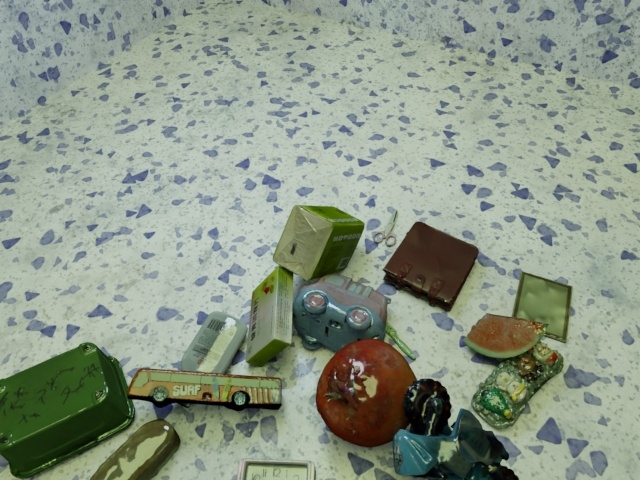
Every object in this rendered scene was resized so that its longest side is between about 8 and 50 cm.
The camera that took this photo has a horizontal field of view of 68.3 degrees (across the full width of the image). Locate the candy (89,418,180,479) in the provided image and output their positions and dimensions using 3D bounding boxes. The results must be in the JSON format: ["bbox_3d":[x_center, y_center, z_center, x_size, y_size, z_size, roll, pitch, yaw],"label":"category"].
[{"bbox_3d":[-0.473,0.570,1.216,0.102,0.104,0.234,31,57,19],"label":"candy"}]

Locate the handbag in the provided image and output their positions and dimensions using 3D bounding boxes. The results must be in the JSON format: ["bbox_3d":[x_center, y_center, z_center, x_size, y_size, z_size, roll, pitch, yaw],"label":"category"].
[{"bbox_3d":[0.382,0.084,1.624,0.260,0.084,0.275,28,56,20],"label":"handbag"}]

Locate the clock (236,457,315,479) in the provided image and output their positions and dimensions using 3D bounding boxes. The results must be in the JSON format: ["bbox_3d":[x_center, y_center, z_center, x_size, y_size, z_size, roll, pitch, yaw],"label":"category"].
[{"bbox_3d":[-0.113,0.632,1.176,0.197,0.063,0.150,1,49,3],"label":"clock"}]

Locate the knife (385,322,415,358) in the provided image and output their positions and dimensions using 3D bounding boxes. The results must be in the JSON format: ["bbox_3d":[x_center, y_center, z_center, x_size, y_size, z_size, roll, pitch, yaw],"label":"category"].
[{"bbox_3d":[0.231,0.295,1.486,0.030,0.014,0.207,-30,54,-20],"label":"knife"}]

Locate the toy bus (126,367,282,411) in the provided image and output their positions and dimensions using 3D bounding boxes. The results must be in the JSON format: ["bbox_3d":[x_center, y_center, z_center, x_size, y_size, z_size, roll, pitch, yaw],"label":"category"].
[{"bbox_3d":[-0.310,0.415,1.296,0.408,0.093,0.092,7,61,-10],"label":"toy bus"}]

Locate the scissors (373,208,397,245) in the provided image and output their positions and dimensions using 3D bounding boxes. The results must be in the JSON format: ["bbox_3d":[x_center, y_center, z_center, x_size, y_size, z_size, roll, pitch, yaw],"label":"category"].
[{"bbox_3d":[0.261,-0.051,1.777,0.085,0.022,0.176,17,55,18],"label":"scissors"}]

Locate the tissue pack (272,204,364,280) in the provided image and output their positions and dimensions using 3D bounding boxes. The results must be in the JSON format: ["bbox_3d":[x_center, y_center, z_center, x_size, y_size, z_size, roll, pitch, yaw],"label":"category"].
[{"bbox_3d":[0.000,0.000,1.543,0.167,0.200,0.274,28,14,22],"label":"tissue pack"}]

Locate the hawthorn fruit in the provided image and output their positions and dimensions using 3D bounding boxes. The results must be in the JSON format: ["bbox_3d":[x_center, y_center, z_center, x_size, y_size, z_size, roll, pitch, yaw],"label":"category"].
[{"bbox_3d":[0.101,0.396,1.215,0.276,0.307,0.276,-5,80,31],"label":"hawthorn fruit"}]

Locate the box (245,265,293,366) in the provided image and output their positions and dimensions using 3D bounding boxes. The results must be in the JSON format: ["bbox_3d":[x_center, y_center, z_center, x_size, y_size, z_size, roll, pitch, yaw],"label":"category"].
[{"bbox_3d":[-0.155,0.230,1.448,0.062,0.175,0.261,23,43,-26],"label":"box"}]

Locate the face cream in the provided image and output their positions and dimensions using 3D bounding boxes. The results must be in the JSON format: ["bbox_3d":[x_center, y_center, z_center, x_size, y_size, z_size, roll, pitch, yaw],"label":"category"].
[{"bbox_3d":[-0.338,0.354,1.413,0.143,0.071,0.291,17,56,14],"label":"face cream"}]

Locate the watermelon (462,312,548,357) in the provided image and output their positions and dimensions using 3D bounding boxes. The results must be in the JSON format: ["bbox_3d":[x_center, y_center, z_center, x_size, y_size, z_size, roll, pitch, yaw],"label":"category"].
[{"bbox_3d":[0.563,0.279,1.422,0.231,0.128,0.146,5,3,33],"label":"watermelon"}]

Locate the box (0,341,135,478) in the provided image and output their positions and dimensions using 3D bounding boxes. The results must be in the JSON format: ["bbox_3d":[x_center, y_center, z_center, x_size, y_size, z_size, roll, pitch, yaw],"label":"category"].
[{"bbox_3d":[-0.709,0.445,1.280,0.328,0.178,0.253,-26,55,-19],"label":"box"}]

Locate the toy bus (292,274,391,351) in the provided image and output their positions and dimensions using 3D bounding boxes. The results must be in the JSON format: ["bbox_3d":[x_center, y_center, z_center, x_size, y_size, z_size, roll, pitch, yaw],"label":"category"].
[{"bbox_3d":[0.072,0.218,1.453,0.294,0.197,0.232,17,42,17],"label":"toy bus"}]

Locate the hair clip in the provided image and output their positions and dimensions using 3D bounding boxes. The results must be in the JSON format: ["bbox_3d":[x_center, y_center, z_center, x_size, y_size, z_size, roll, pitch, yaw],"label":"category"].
[{"bbox_3d":[0.570,0.387,1.346,0.321,0.091,0.138,-34,54,-26],"label":"hair clip"}]

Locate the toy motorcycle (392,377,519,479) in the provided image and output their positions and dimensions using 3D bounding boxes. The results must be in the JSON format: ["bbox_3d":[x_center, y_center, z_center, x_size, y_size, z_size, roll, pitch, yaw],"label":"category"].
[{"bbox_3d":[0.313,0.535,1.116,0.416,0.172,0.232,51,57,-6],"label":"toy motorcycle"}]

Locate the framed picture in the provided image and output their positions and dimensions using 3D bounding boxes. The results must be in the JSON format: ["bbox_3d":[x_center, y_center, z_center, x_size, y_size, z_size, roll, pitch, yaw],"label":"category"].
[{"bbox_3d":[0.727,0.211,1.545,0.173,0.010,0.231,19,52,17],"label":"framed picture"}]
